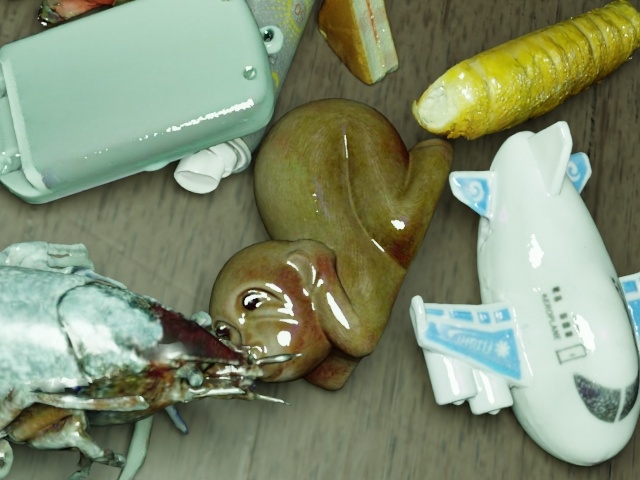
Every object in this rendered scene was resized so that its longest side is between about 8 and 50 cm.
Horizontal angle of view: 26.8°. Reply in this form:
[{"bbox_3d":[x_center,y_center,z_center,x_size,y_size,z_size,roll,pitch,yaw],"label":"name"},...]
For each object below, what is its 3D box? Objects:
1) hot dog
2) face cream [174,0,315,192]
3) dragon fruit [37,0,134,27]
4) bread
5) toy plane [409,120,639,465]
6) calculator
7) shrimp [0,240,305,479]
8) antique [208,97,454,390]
[{"bbox_3d":[0.185,-0.142,1.126,0.289,0.083,0.068,-24,83,-43],"label":"hot dog"},{"bbox_3d":[-0.055,-0.164,1.097,0.073,0.073,0.284,23,63,-7],"label":"face cream"},{"bbox_3d":[-0.180,-0.242,1.070,0.142,0.121,0.130,-1,32,9],"label":"dragon fruit"},{"bbox_3d":[0.026,-0.190,1.147,0.062,0.109,0.043,21,46,42],"label":"bread"},{"bbox_3d":[0.187,0.044,1.053,0.266,0.122,0.267,4,79,-20],"label":"toy plane"},{"bbox_3d":[-0.145,-0.116,1.015,0.246,0.045,0.141,-19,63,1],"label":"calculator"},{"bbox_3d":[-0.226,0.078,0.892,0.410,0.166,0.221,15,53,-13],"label":"shrimp"},{"bbox_3d":[0.000,0.000,1.019,0.143,0.121,0.257,26,61,-5],"label":"antique"}]
